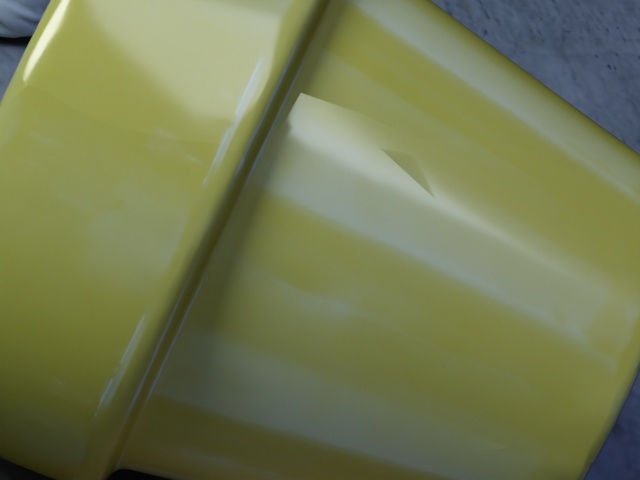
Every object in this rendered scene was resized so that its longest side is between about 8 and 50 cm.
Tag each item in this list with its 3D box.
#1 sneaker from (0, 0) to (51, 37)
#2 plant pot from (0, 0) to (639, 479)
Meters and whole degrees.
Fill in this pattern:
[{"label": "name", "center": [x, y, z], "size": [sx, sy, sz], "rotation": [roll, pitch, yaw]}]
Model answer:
[{"label": "sneaker", "center": [-0.210, -0.174, 0.869], "size": [0.232, 0.115, 0.090], "rotation": [7, 51, -27]}, {"label": "plant pot", "center": [0.000, 0.000, 0.732], "size": [0.239, 0.254, 0.254], "rotation": [24, 44, -2]}]
